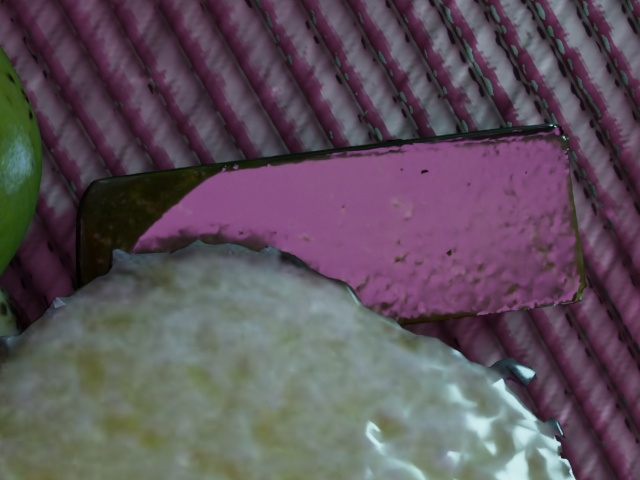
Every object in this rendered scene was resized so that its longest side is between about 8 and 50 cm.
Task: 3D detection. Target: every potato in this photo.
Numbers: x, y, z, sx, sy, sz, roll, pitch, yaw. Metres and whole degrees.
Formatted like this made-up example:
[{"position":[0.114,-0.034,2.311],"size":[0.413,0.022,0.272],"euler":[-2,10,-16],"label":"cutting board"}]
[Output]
[{"position":[-0.036,0.193,0.595],"size":[0.300,0.237,0.289],"euler":[20,54,3],"label":"potato"}]

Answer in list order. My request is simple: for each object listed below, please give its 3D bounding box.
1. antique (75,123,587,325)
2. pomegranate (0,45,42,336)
[{"position":[0.000,0.000,0.665],"size":[0.220,0.080,0.081],"euler":[-8,94,-10],"label":"antique"},{"position":[-0.191,-0.021,0.602],"size":[0.179,0.210,0.179],"euler":[-6,68,14],"label":"pomegranate"}]
